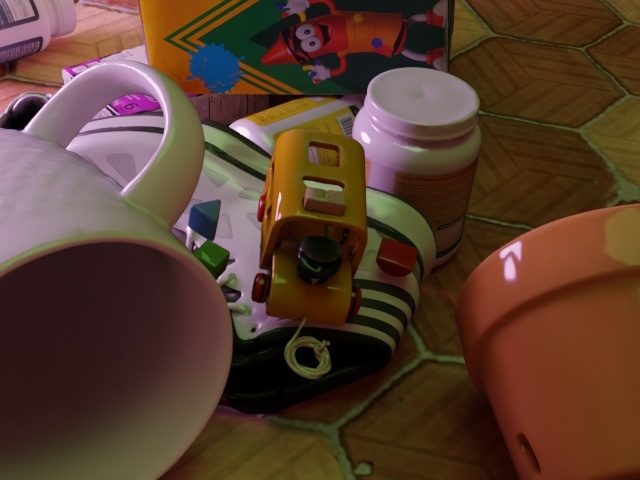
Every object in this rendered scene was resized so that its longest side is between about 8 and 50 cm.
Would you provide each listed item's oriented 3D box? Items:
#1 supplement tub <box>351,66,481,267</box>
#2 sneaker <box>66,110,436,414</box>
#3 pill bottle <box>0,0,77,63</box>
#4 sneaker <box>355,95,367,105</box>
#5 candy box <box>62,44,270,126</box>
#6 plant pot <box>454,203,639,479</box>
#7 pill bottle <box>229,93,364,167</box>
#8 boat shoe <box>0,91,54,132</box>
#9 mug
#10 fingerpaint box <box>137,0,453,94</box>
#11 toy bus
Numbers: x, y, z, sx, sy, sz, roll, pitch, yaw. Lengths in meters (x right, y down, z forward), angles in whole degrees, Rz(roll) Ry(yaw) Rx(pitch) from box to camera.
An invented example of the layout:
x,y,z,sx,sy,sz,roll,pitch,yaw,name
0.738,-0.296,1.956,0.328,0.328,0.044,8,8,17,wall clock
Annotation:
x,y,z,sx,sy,sz,roll,pitch,yaw,name
0.103,-0.079,1.131,0.144,0.199,0.144,4,39,-3,supplement tub
-0.118,0.018,1.008,0.448,0.169,0.257,15,38,7,sneaker
-0.448,-0.312,1.426,0.180,0.108,0.108,-26,49,-35,pill bottle
0.123,-0.247,1.436,0.118,0.110,0.292,26,42,0,sneaker
-0.205,-0.204,1.350,0.233,0.071,0.159,-25,48,-34,candy box
0.270,0.133,0.855,0.291,0.290,0.203,2,56,-5,plant pot
-0.045,-0.103,1.208,0.209,0.119,0.119,-25,48,-32,pill bottle
-0.338,-0.138,1.208,0.095,0.084,0.258,3,24,-7,boat shoe
-0.245,0.006,0.875,0.374,0.276,0.328,-52,46,1,mug
-0.003,-0.361,1.348,0.371,0.163,0.444,2,34,10,fingerpaint box
-0.005,-0.010,0.912,0.202,0.104,0.191,41,51,21,toy bus
